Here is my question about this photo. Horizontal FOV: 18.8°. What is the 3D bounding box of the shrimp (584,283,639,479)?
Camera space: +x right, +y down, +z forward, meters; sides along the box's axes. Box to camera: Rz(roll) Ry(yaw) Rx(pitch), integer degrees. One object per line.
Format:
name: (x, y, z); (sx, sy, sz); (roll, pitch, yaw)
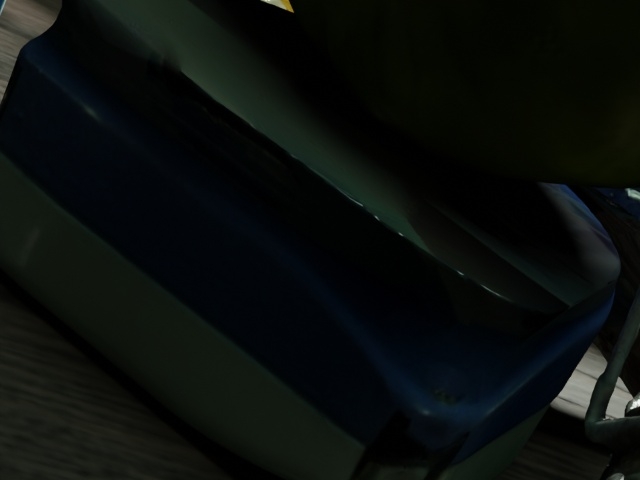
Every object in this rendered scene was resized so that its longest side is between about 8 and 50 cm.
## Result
shrimp: (0.186, 0.121, 0.878); (0.410, 0.166, 0.221); (-21, 87, -52)

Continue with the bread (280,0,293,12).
bread: (-0.078, -0.160, 1.285); (0.200, 0.077, 0.116); (34, 18, 12)

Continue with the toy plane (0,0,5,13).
toy plane: (-0.234, -0.217, 1.213); (0.226, 0.058, 0.226); (47, 7, 38)

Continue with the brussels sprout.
brussels sprout: (0.113, -0.178, 0.891); (0.281, 0.289, 0.355); (-2, 13, -42)

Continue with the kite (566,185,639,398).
kite: (0.112, 0.001, 1.075); (0.335, 0.011, 0.314); (52, -13, -11)

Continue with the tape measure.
tape measure: (-0.002, 0.001, 0.892); (0.259, 0.138, 0.262); (39, 19, 18)

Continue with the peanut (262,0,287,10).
peanut: (-0.048, -0.098, 1.148); (0.099, 0.090, 0.214); (6, 32, -40)

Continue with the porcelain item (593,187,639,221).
porcelain item: (0.235, -0.017, 1.365); (0.186, 0.138, 0.288); (51, 16, 4)
